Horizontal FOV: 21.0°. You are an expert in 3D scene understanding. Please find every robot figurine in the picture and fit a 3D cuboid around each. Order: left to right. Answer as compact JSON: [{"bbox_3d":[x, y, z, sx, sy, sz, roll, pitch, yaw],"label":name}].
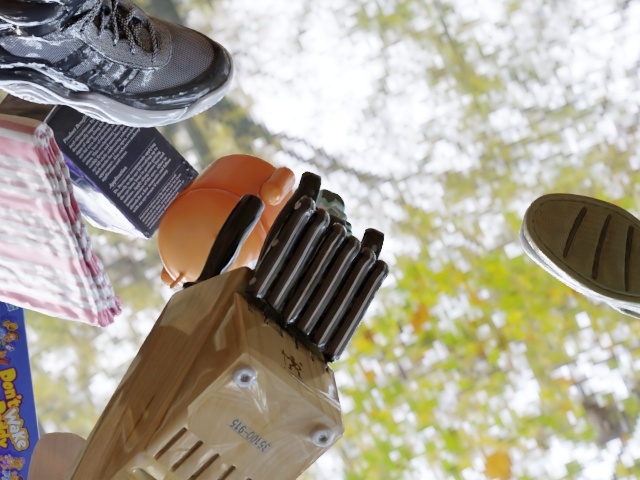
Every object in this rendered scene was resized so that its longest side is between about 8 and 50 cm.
[{"bbox_3d":[-0.103,-0.015,1.897,0.158,0.128,0.219,1,-158,17],"label":"robot figurine"}]

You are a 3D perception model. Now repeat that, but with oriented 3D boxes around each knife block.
[{"bbox_3d":[-0.071,0.087,1.142,0.275,0.088,0.242,-45,-160,13],"label":"knife block"}]

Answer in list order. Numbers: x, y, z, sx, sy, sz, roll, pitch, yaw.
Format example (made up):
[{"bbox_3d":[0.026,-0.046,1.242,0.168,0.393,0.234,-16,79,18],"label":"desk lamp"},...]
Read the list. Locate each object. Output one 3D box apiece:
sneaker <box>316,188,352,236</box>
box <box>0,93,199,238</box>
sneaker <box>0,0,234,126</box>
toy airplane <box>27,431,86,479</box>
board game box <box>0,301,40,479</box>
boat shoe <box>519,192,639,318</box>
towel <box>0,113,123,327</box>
[{"bbox_3d":[0.000,0.000,1.683,0.069,0.038,0.098,-59,-166,25],"label":"sneaker"},{"bbox_3d":[-0.274,-0.112,2.085,0.108,0.207,0.153,-53,-150,-17],"label":"box"},{"bbox_3d":[-0.178,-0.177,1.367,0.153,0.268,0.101,128,-37,-51],"label":"sneaker"},{"bbox_3d":[-0.240,0.381,1.361,0.384,0.272,0.386,-42,-124,-13],"label":"toy airplane"},{"bbox_3d":[-0.406,0.209,2.215,0.078,0.347,0.233,-7,-165,-10],"label":"board game box"},{"bbox_3d":[0.356,0.039,1.977,0.103,0.302,0.113,138,-27,-69],"label":"boat shoe"},{"bbox_3d":[-0.224,-0.023,1.219,0.144,0.197,0.029,13,-132,26],"label":"towel"}]
